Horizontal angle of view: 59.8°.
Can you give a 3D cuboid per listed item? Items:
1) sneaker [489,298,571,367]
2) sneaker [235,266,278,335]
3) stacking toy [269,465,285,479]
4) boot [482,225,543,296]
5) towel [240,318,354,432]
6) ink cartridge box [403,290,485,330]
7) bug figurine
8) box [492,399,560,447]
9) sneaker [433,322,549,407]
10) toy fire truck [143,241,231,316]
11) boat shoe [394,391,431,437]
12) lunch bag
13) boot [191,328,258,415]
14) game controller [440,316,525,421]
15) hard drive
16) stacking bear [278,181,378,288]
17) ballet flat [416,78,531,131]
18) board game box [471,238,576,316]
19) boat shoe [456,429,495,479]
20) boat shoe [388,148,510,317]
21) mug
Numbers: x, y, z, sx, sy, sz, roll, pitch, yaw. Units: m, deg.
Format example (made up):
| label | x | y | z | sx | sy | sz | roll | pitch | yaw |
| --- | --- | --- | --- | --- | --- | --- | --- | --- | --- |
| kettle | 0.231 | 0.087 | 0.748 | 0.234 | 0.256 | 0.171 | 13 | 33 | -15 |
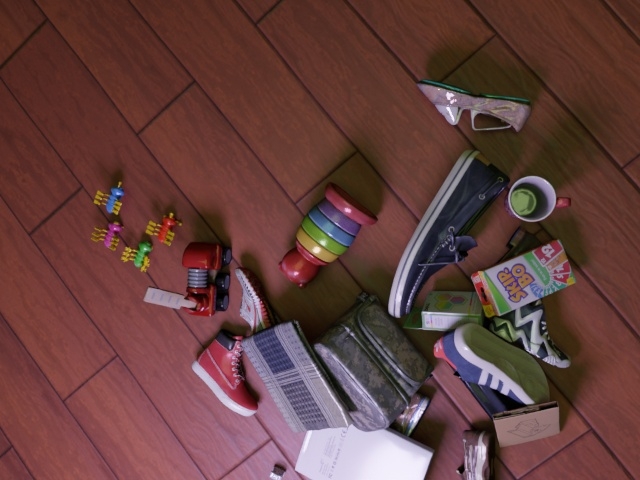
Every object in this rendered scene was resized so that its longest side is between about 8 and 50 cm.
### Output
| label | x | y | z | sx | sy | sz | roll | pitch | yaw |
| --- | --- | --- | --- | --- | --- | --- | --- | --- | --- |
| sneaker | 0.587 | 0.229 | 1.487 | 0.235 | 0.094 | 0.153 | 28 | 92 | 7 |
| sneaker | -0.208 | 0.186 | 1.645 | 0.093 | 0.088 | 0.225 | -22 | 86 | 12 |
| stacking toy | -0.083 | 0.792 | 1.647 | 0.221 | 0.052 | 0.167 | 24 | 96 | 8 |
| boot | 0.527 | 0.080 | 1.505 | 0.106 | 0.082 | 0.219 | 31 | 94 | 12 |
| towel | -0.067 | 0.379 | 1.533 | 0.312 | 0.056 | 0.324 | -31 | 89 | 51 |
| ink cartridge box | 0.333 | 0.189 | 1.504 | 0.209 | 0.109 | 0.062 | 0 | 117 | 22 |
| bug figurine | -0.578 | -0.039 | 1.723 | 0.279 | 0.072 | 0.216 | 30 | 102 | 5 |
| box | 0.543 | 0.484 | 1.460 | 0.164 | 0.201 | 0.021 | -16 | 48 | 10 |
| sneaker | 0.444 | 0.337 | 1.456 | 0.350 | 0.131 | 0.148 | 38 | 139 | -15 |
| toy fire truck | -0.374 | 0.113 | 1.595 | 0.159 | 0.246 | 0.217 | 4 | 91 | 10 |
| boat shoe | 0.244 | 0.509 | 1.577 | 0.066 | 0.066 | 0.183 | 31 | 97 | 25 |
| lunch bag | 0.136 | 0.323 | 1.518 | 0.256 | 0.212 | 0.305 | -37 | 83 | -31 |
| boot | -0.245 | 0.386 | 1.657 | 0.244 | 0.088 | 0.176 | 42 | 96 | 12 |
| game controller | 0.475 | 0.362 | 1.536 | 0.166 | 0.067 | 0.319 | -37 | 84 | -5 |
| hard drive | 0.117 | 0.617 | 1.562 | 0.353 | 0.047 | 0.233 | 20 | 94 | 25 |
| stacking bear | 0.000 | 0.000 | 1.574 | 0.175 | 0.164 | 0.289 | 40 | 102 | 8 |
| ballet flat | 0.408 | -0.360 | 1.517 | 0.316 | 0.107 | 0.106 | 15 | 107 | 11 |
| board game box | 0.528 | 0.099 | 1.448 | 0.260 | 0.039 | 0.124 | -21 | 90 | -8 |
| boat shoe | 0.425 | 0.644 | 1.535 | 0.095 | 0.095 | 0.257 | 4 | 92 | 34 |
| boat shoe | 0.338 | -0.001 | 1.492 | 0.156 | 0.187 | 0.500 | 31 | 91 | 15 |
| mug | 0.553 | -0.094 | 1.453 | 0.150 | 0.169 | 0.113 | 33 | 96 | 8 |
